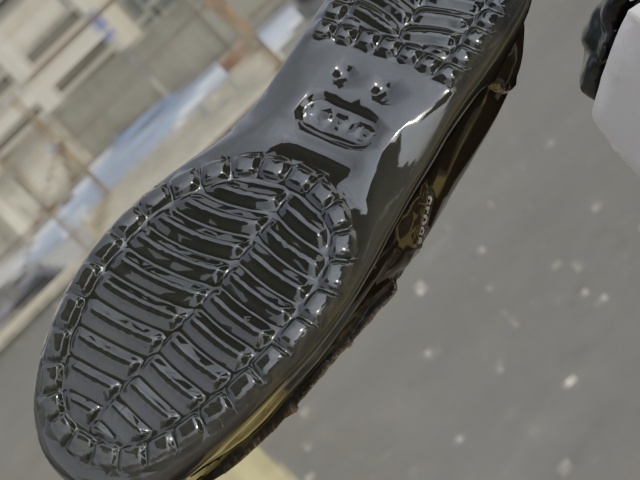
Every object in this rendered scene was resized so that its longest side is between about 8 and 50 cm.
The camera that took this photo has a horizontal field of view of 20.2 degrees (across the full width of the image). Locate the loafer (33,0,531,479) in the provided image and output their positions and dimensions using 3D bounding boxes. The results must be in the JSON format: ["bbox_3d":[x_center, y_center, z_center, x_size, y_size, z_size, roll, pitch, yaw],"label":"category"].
[{"bbox_3d":[0.000,0.000,0.573,0.220,0.080,0.078,-49,-29,-15],"label":"loafer"}]

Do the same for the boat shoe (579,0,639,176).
[{"bbox_3d":[0.277,-0.015,0.786,0.158,0.340,0.127,-27,-27,-22],"label":"boat shoe"}]
